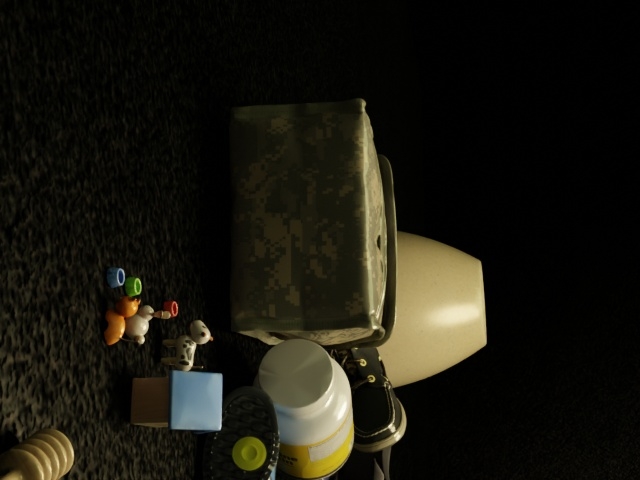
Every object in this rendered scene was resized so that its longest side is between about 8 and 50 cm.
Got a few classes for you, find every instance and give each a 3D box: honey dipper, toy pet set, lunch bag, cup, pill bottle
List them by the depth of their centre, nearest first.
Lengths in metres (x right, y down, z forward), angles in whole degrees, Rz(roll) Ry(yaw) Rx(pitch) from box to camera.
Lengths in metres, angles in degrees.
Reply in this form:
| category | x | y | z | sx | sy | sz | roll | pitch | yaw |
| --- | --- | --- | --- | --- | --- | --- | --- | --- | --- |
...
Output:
| category | x | y | z | sx | sy | sz | roll | pitch | yaw |
| --- | --- | --- | --- | --- | --- | --- | --- | --- | --- |
| honey dipper | -0.173 | 0.134 | 0.432 | 0.161 | 0.030 | 0.030 | -34 | 119 | -74 |
| toy pet set | -0.108 | 0.086 | 0.669 | 0.122 | 0.065 | 0.114 | 50 | 37 | -70 |
| pill bottle | -0.018 | 0.176 | 0.929 | 0.184 | 0.103 | 0.103 | 83 | 9 | -57 |
| lunch bag | 0.000 | 0.000 | 0.990 | 0.287 | 0.169 | 0.235 | 55 | 33 | -78 |
| cup | 0.207 | 0.131 | 1.772 | 0.331 | 0.237 | 0.331 | -4 | 90 | -79 |

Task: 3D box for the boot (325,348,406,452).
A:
| category | x | y | z | sx | sy | sz | roll | pitch | yaw |
| --- | --- | --- | --- | --- | --- | --- | --- | --- | --- |
| boot | 0.030 | 0.148 | 1.147 | 0.236 | 0.085 | 0.178 | -110 | 176 | -67 |

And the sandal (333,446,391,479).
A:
| category | x | y | z | sx | sy | sz | roll | pitch | yaw |
| --- | --- | --- | --- | --- | --- | --- | --- | --- | --- |
| sandal | 0.051 | 0.319 | 1.154 | 0.254 | 0.097 | 0.054 | -94 | 161 | -52 |

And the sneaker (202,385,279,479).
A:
| category | x | y | z | sx | sy | sz | roll | pitch | yaw |
| --- | --- | --- | --- | --- | --- | --- | --- | --- | --- |
| sneaker | -0.074 | 0.241 | 0.808 | 0.082 | 0.069 | 0.209 | 107 | -16 | -63 |

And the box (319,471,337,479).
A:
| category | x | y | z | sx | sy | sz | roll | pitch | yaw |
| --- | --- | --- | --- | --- | --- | --- | --- | --- | --- |
| box | 0.003 | 0.312 | 1.200 | 0.136 | 0.036 | 0.225 | 49 | 37 | -71 |
